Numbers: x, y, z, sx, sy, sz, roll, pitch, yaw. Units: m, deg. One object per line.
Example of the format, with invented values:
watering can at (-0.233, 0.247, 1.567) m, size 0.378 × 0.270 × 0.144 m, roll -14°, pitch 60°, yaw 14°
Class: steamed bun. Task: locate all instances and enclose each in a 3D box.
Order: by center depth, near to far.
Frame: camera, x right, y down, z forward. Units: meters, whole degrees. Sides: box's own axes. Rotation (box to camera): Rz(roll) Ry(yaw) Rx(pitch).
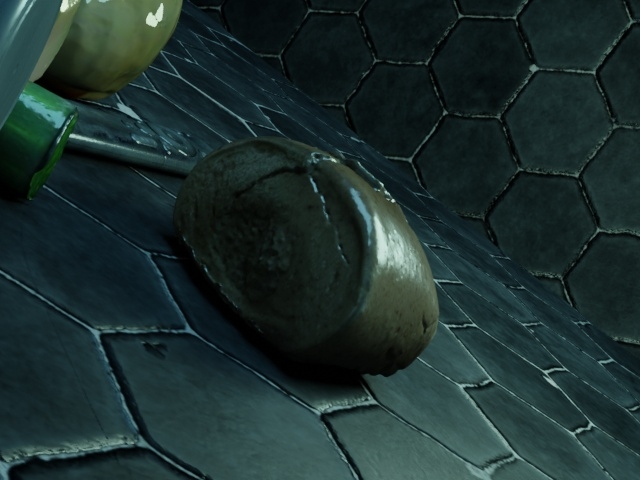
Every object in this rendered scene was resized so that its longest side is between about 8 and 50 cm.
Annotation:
steamed bun at (0.000, 0.000, 1.255) m, size 0.301 × 0.199 × 0.252 m, roll 43°, pitch 14°, yaw 34°

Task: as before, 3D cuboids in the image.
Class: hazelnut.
hazelnut at (-0.308, -0.311, 1.465) m, size 0.261 × 0.261 × 0.241 m, roll -46°, pitch 113°, yaw -77°

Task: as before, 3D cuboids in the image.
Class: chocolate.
chocolate at (-0.379, -0.155, 1.073) m, size 0.291 × 0.110 × 0.110 m, roll 30°, pitch 13°, yaw -9°

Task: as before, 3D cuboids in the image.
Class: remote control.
remote control at (-0.248, -0.131, 1.446) m, size 0.107 × 0.044 × 0.378 m, roll 45°, pitch 16°, yaw 23°

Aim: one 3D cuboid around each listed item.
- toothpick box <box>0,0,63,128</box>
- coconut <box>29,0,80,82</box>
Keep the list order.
toothpick box at (-0.407, -0.220, 0.908) m, size 0.355 × 0.263 × 0.263 m, roll 27°, pitch 14°, yaw -10°
coconut at (-0.364, -0.263, 1.173) m, size 0.237 × 0.237 × 0.197 m, roll 36°, pitch 35°, yaw 1°
